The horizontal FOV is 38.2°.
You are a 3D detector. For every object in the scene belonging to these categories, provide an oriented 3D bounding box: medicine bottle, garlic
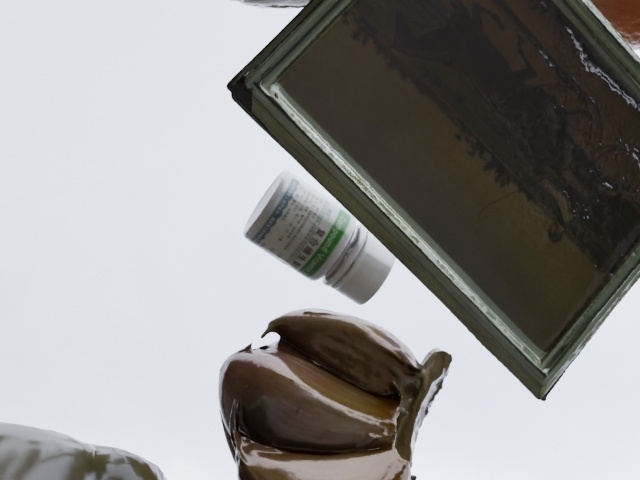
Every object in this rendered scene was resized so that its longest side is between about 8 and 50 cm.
[{"bbox_3d":[0.000,0.000,1.544,0.237,0.139,0.139,35,-39,-11],"label":"medicine bottle"},{"bbox_3d":[-0.001,0.172,0.804,0.191,0.214,0.160,13,-34,7],"label":"garlic"}]

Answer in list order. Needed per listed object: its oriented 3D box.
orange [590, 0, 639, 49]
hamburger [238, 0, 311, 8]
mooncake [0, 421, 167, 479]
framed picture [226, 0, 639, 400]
[{"bbox_3d":[0.370,-0.327,1.038,0.224,0.224,0.170,-1,0,29],"label":"orange"},{"bbox_3d":[0.010,-0.345,0.675,0.277,0.195,0.318,-18,-81,12],"label":"hamburger"},{"bbox_3d":[-0.333,0.286,0.653,0.467,0.262,0.467,-6,-24,-3],"label":"mooncake"},{"bbox_3d":[0.103,-0.064,0.520,0.252,0.197,0.014,44,-12,-11],"label":"framed picture"}]
